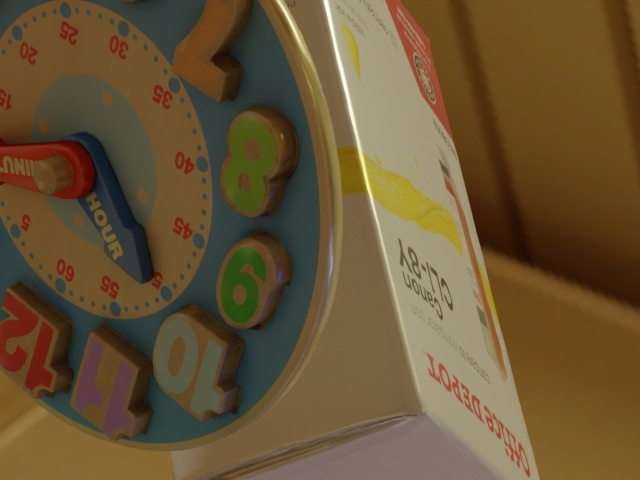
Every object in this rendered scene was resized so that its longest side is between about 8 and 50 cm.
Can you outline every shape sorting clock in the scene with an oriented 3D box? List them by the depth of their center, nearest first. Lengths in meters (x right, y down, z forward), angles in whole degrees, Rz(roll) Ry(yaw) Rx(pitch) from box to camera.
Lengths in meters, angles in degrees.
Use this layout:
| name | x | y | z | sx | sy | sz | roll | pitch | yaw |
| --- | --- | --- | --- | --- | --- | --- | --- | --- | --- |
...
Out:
| name | x | y | z | sx | sy | sz | roll | pitch | yaw |
| --- | --- | --- | --- | --- | --- | --- | --- | --- | --- |
| shape sorting clock | -0.077 | -0.027 | 0.666 | 0.206 | 0.040 | 0.206 | 19 | -59 | 36 |

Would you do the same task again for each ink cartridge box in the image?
| name | x | y | z | sx | sy | sz | roll | pitch | yaw |
| --- | --- | --- | --- | --- | --- | --- | --- | --- | --- |
| ink cartridge box | 0.000 | 0.000 | 1.288 | 0.279 | 0.160 | 0.384 | 44 | 30 | -60 |
